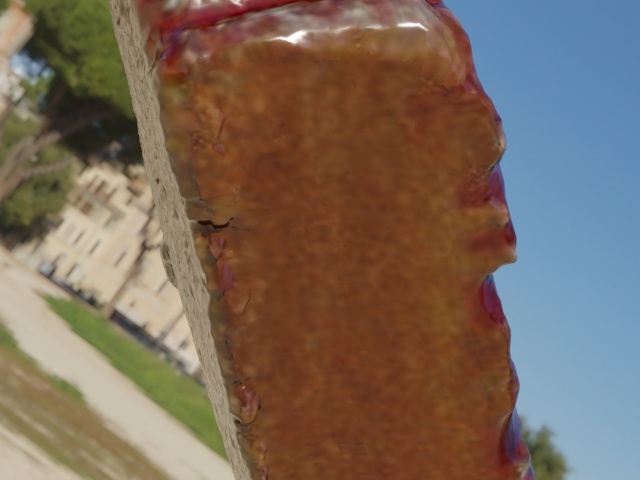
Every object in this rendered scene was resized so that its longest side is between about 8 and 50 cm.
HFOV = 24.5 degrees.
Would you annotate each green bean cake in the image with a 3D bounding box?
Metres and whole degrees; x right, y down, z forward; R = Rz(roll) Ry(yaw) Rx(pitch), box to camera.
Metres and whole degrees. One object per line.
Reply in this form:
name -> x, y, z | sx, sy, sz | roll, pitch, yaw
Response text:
green bean cake -> 0.000, 0.000, 0.496 | 0.233, 0.097, 0.198 | 84, -14, -47
